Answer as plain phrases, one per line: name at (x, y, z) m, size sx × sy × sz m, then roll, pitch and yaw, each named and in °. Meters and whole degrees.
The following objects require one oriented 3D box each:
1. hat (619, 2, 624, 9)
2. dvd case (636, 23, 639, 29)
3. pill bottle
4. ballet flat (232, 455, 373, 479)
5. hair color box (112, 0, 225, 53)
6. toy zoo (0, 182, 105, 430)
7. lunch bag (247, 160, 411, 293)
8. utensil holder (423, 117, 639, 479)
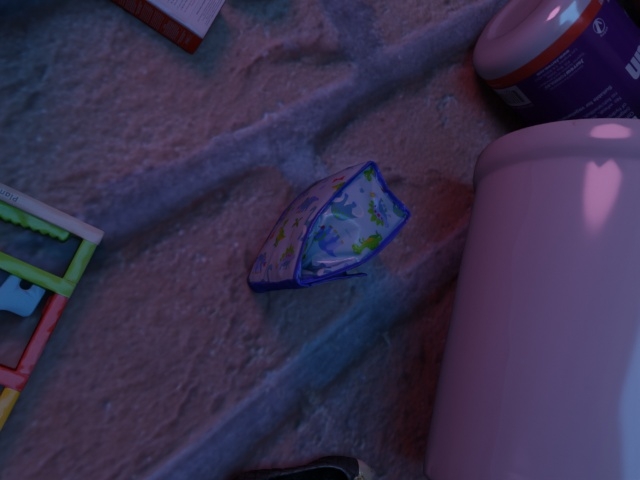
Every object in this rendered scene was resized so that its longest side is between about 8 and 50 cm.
hat at (0.426, -0.396, 0.936) m, size 0.173 × 0.183 × 0.208 m, roll -33°, pitch 59°, yaw -28°
dvd case at (0.517, -0.208, 0.874) m, size 0.022 × 0.180 × 0.253 m, roll -31°, pitch 99°, yaw -2°
pill bottle at (0.378, -0.206, 0.796) m, size 0.323 × 0.181 × 0.181 m, roll 38°, pitch 68°, yaw -18°
ballet flat at (-0.016, 0.267, 0.608) m, size 0.173 × 0.049 × 0.057 m, roll 2°, pitch 84°, yaw -27°
hair color box at (-0.174, -0.269, 0.597) m, size 0.141 × 0.043 × 0.072 m, roll 32°, pitch 70°, yaw -21°
toy zoo at (-0.339, 0.080, 0.476) m, size 0.192 × 0.030 × 0.293 m, roll 28°, pitch 72°, yaw -22°
lunch bag at (0.000, 0.000, 0.606) m, size 0.151 × 0.129 × 0.096 m, roll -42°, pitch 103°, yaw -26°
utensil holder at (0.306, 0.111, 0.644) m, size 0.328 × 0.328 × 0.385 m, roll 19°, pitch 78°, yaw -24°
